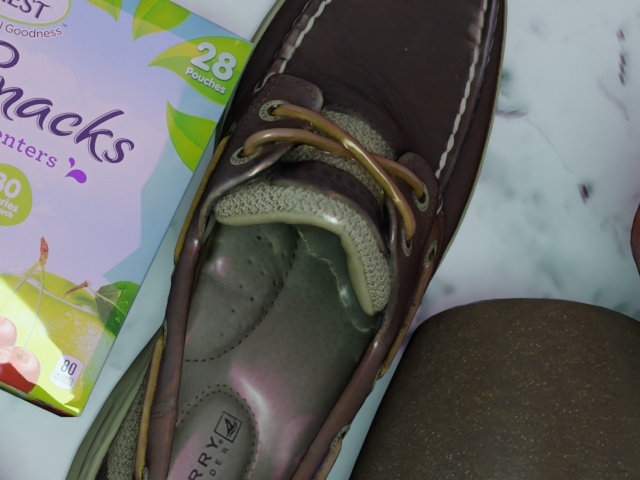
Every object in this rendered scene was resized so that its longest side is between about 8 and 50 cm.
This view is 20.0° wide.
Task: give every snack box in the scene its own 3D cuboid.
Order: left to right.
[{"bbox_3d":[-0.158,-0.047,0.749,0.207,0.070,0.174,27,79,-11],"label":"snack box"}]

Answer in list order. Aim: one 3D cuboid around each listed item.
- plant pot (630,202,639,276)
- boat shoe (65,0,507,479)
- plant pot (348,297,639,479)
[{"bbox_3d":[0.256,0.068,0.664,0.272,0.272,0.265,-13,60,-16],"label":"plant pot"},{"bbox_3d":[0.000,0.000,0.757,0.123,0.123,0.342,30,76,-9],"label":"boat shoe"},{"bbox_3d":[0.083,0.148,0.733,0.215,0.215,0.230,10,66,-13],"label":"plant pot"}]
